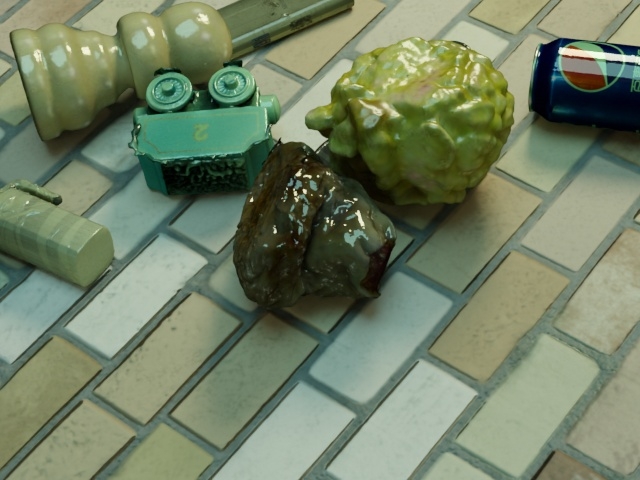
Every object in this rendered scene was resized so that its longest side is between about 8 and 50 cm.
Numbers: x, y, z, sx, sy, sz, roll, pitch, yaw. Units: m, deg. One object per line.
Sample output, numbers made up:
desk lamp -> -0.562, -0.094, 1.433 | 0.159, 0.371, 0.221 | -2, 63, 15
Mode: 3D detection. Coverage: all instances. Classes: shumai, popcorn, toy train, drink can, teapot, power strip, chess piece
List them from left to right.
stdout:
teapot -> -0.365, -0.023, 1.795 | 0.200, 0.077, 0.107 | 21, 53, 23
chess piece -> -0.273, -0.252, 1.926 | 0.300, 0.167, 0.167 | -15, 51, -10
toy train -> -0.155, -0.145, 1.848 | 0.203, 0.112, 0.163 | -6, 58, 5
power strip -> -0.049, -0.350, 2.044 | 0.268, 0.034, 0.092 | -26, 52, -13
shumai -> -0.002, 0.004, 1.699 | 0.185, 0.184, 0.218 | 31, 18, -18
popcorn -> 0.121, -0.144, 1.742 | 0.259, 0.212, 0.259 | -12, 44, 12
drink can -> 0.384, -0.206, 1.818 | 0.205, 0.118, 0.118 | 8, 53, 15

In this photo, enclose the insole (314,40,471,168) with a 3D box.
insole -> 0.107, -0.185, 1.905 | 0.309, 0.012, 0.110 | -39, 58, -23
